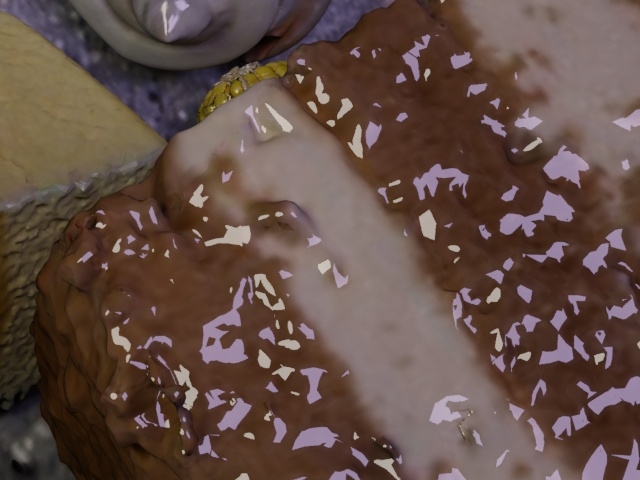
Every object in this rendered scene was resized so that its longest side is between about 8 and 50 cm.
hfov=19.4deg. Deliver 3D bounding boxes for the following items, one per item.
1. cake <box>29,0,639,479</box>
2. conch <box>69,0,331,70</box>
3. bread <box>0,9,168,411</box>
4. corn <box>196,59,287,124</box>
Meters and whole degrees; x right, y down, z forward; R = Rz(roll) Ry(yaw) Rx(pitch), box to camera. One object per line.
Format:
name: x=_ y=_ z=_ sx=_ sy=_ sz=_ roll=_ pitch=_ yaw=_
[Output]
cake: x=0.048 y=0.069 z=0.799 sx=0.290 sy=0.282 sz=0.255 roll=-28 pitch=74 yaw=-19
conch: x=-0.045 y=-0.197 z=0.992 sx=0.158 sy=0.127 sz=0.255 roll=25 pitch=58 yaw=-22
bread: x=-0.208 y=-0.012 z=0.877 sx=0.240 sy=0.135 sz=0.178 roll=-23 pitch=52 yaw=-37
corn: x=0.000 y=0.000 z=0.985 sx=0.072 sy=0.072 sz=0.203 roll=-23 pitch=86 yaw=-37
